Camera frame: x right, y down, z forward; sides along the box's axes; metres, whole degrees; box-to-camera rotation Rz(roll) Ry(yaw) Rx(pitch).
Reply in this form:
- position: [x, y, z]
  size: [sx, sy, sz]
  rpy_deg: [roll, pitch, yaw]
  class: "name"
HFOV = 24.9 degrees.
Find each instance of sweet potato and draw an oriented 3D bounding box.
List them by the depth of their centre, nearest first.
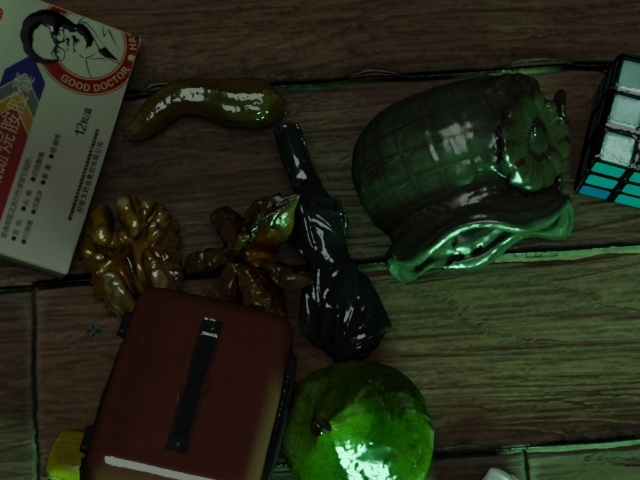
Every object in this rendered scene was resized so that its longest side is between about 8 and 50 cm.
- position: [-0.163, -0.188, 2.015]
  size: [0.233, 0.062, 0.081]
  rpy_deg: [-6, 78, 2]
  class: "sweet potato"

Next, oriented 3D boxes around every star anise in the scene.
- position: [-0.102, 0.025, 1.924]
  size: [0.111, 0.196, 0.212]
  rpy_deg: [-6, 111, -36]
  class: "star anise"

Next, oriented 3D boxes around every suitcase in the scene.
- position: [-0.162, 0.221, 1.822]
  size: [0.236, 0.161, 0.297]
  rpy_deg: [13, 52, 0]
  class: "suitcase"

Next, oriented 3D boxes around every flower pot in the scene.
- position: [0.199, -0.084, 1.874]
  size: [0.302, 0.302, 0.213]
  rpy_deg: [-15, 81, -4]
  class: "flower pot"

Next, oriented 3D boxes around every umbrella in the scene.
- position: [0.000, 0.000, 1.945]
  size: [0.118, 0.118, 0.340]
  rpy_deg: [-16, 77, -4]
  class: "umbrella"

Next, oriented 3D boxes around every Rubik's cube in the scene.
- position: [0.445, -0.139, 1.950]
  size: [0.161, 0.162, 0.163]
  rpy_deg: [14, 78, 4]
  class: "Rubik's cube"

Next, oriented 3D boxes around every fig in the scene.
- position: [0.046, 0.238, 1.824]
  size: [0.203, 0.235, 0.203]
  rpy_deg: [-1, 74, 4]
  class: "fig"

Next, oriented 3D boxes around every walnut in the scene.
- position: [-0.256, 0.016, 1.959]
  size: [0.143, 0.069, 0.170]
  rpy_deg: [-23, 75, 2]
  class: "walnut"

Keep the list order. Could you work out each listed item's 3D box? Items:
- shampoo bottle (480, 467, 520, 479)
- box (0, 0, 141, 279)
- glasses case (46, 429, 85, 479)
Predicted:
- position: [0.225, 0.345, 1.894]
  size: [0.099, 0.043, 0.072]
  rpy_deg: [-42, 80, -9]
  class: "shampoo bottle"
- position: [-0.396, -0.147, 1.968]
  size: [0.214, 0.069, 0.353]
  rpy_deg: [19, 75, -16]
  class: "box"
- position: [-0.240, 0.302, 1.891]
  size: [0.234, 0.064, 0.079]
  rpy_deg: [13, 52, 2]
  class: "glasses case"
